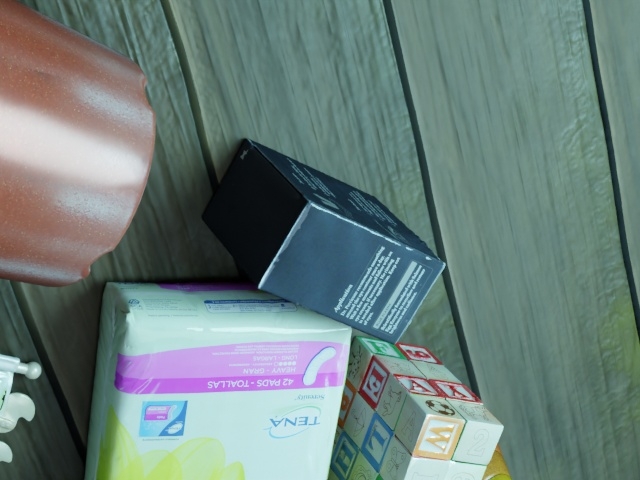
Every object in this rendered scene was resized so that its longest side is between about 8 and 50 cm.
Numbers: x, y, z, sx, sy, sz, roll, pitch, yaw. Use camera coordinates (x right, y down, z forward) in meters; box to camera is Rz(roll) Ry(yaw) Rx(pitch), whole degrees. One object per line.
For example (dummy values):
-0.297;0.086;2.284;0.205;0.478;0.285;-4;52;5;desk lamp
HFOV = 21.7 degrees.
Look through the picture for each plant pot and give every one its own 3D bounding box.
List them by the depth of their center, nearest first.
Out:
-0.290;-0.089;1.283;0.265;0.272;0.272;19;104;-39;plant pot

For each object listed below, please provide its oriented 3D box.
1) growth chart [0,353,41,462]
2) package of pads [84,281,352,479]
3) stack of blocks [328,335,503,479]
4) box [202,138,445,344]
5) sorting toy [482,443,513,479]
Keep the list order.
-0.365;0.191;1.502;0.172;0.021;0.237;25;101;-32;growth chart
-0.099;0.183;1.574;0.229;0.101;0.296;0;113;-23;package of pads
0.054;0.266;1.640;0.087;0.171;0.297;11;108;-28;stack of blocks
0.000;0.000;1.503;0.158;0.156;0.093;25;102;-31;box
0.130;0.359;1.737;0.127;0.126;0.365;1;112;-37;sorting toy
